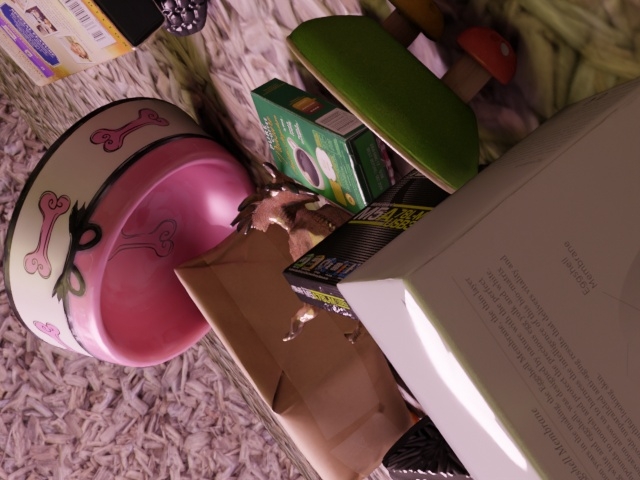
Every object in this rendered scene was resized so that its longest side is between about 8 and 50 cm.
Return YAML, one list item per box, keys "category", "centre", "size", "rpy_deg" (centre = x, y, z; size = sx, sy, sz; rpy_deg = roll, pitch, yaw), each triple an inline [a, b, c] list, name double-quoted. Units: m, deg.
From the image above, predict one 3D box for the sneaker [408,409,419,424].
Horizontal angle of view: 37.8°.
- category: "sneaker"
  centre: [0.101, 0.277, 1.519]
  size: [0.067, 0.064, 0.175]
  rpy_deg: [58, 162, -22]

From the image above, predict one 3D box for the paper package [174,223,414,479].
- category: "paper package"
  centre: [-0.032, 0.165, 1.380]
  size: [0.309, 0.168, 0.325]
  rpy_deg: [48, 170, 35]

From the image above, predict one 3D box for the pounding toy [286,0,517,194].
- category: "pounding toy"
  centre: [0.080, -0.138, 0.740]
  size: [0.183, 0.110, 0.237]
  rpy_deg: [42, -168, -2]

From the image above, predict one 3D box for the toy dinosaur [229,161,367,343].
- category: "toy dinosaur"
  centre: [0.000, 0.000, 1.051]
  size: [0.295, 0.127, 0.200]
  rpy_deg: [-5, 113, 64]

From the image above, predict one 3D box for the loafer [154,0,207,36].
- category: "loafer"
  centre: [-0.181, -0.328, 1.062]
  size: [0.223, 0.076, 0.078]
  rpy_deg: [69, -173, -53]

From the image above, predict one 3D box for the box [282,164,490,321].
- category: "box"
  centre: [0.077, -0.002, 0.828]
  size: [0.045, 0.184, 0.190]
  rpy_deg: [56, 164, -17]

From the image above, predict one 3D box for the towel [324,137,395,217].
- category: "towel"
  centre: [0.043, -0.064, 1.066]
  size: [0.144, 0.029, 0.197]
  rpy_deg: [35, 153, 44]

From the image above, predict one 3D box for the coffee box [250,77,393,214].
- category: "coffee box"
  centre: [0.001, -0.099, 0.997]
  size: [0.184, 0.040, 0.113]
  rpy_deg: [32, 151, 48]

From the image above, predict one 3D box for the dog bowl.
- category: "dog bowl"
  centre: [-0.253, 0.004, 1.386]
  size: [0.150, 0.408, 0.408]
  rpy_deg: [26, 152, 29]

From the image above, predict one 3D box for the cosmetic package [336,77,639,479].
- category: "cosmetic package"
  centre: [0.173, 0.052, 0.613]
  size: [0.224, 0.224, 0.138]
  rpy_deg: [55, 163, -6]

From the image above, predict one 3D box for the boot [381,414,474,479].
- category: "boot"
  centre: [0.235, 0.370, 1.242]
  size: [0.260, 0.131, 0.348]
  rpy_deg: [55, 162, -9]

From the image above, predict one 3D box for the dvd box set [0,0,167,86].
- category: "dvd box set"
  centre: [-0.383, -0.345, 1.167]
  size: [0.307, 0.062, 0.420]
  rpy_deg: [50, 158, -22]
